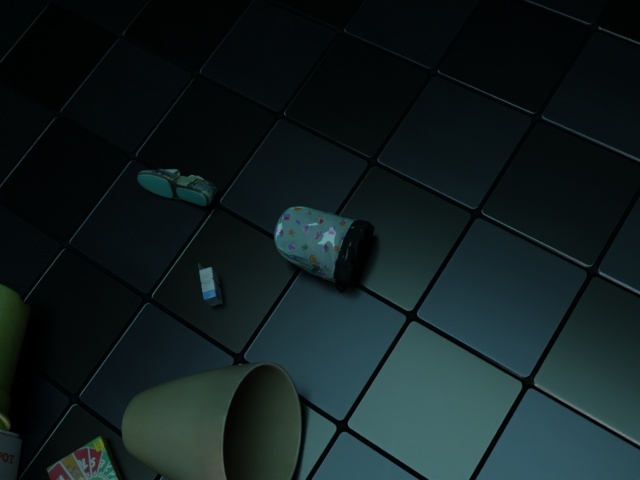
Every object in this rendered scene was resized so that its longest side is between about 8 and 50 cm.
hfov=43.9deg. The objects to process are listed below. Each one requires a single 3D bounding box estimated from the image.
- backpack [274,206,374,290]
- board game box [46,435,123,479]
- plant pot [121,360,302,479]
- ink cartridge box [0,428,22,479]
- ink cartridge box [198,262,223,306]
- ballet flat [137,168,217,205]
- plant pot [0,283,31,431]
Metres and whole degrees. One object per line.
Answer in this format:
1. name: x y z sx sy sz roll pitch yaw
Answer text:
1. backpack: 0.000 0.000 1.584 0.182 0.115 0.152 17 75 21
2. board game box: -0.418 0.517 1.504 0.124 0.039 0.259 -31 68 -1
3. plant pot: -0.214 0.341 1.436 0.274 0.256 0.257 -1 67 29
4. ink cartridge box: -0.703 0.530 1.420 0.166 0.285 0.395 -4 66 11
5. ink cartridge box: -0.226 0.087 1.631 0.028 0.048 0.083 -15 66 5
6. ballet flat: -0.309 -0.123 1.739 0.188 0.070 0.070 20 73 17
7. plant pot: -0.711 0.218 1.585 0.276 0.276 0.254 4 58 14
